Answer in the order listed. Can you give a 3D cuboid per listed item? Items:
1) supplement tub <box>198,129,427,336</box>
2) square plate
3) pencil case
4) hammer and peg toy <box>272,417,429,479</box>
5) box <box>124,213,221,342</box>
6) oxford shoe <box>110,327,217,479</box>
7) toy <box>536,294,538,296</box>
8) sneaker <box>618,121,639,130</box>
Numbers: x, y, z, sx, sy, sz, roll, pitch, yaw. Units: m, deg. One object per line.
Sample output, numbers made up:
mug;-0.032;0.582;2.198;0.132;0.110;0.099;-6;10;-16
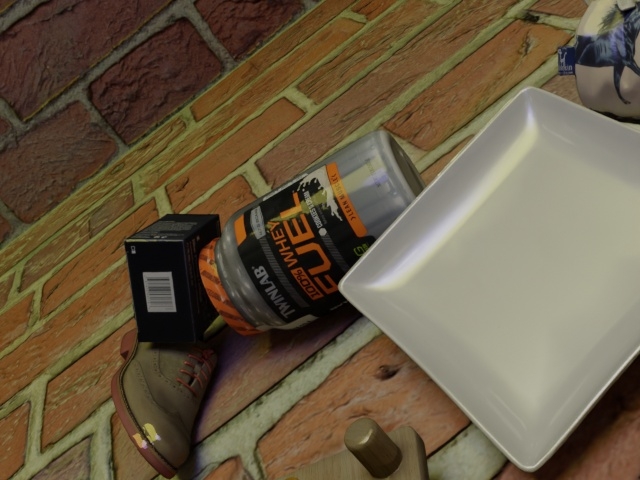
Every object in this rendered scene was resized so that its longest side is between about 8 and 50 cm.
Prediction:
supplement tub;0.000;0.000;1.042;0.316;0.193;0.193;-30;29;16
square plate;0.226;0.016;0.792;0.344;0.049;0.347;-46;41;-1
pencil case;0.479;-0.224;0.834;0.160;0.183;0.410;-48;30;-20
hammer and peg toy;-0.018;0.340;0.621;0.266;0.127;0.361;-27;29;19
box;-0.209;0.051;1.112;0.093;0.155;0.158;-1;16;11
oxford shoe;-0.215;0.196;1.078;0.130;0.123;0.348;-33;29;1
toy;0.307;0.011;0.815;0.237;0.056;0.137;-45;34;-3
sneaker;0.324;-0.134;0.983;0.085;0.086;0.237;-48;31;-22
